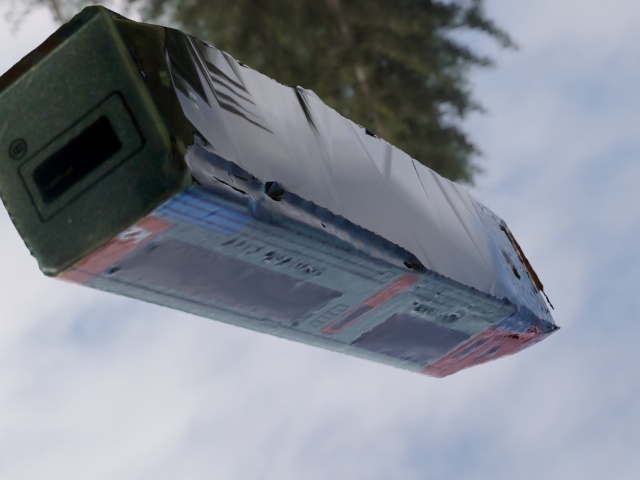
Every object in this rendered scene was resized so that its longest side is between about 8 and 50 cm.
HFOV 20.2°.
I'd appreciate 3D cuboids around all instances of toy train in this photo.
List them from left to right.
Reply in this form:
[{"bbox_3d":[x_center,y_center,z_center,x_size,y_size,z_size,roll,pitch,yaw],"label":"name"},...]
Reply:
[{"bbox_3d":[0.000,0.000,0.808,0.089,0.086,0.409,-34,157,16],"label":"toy train"}]
